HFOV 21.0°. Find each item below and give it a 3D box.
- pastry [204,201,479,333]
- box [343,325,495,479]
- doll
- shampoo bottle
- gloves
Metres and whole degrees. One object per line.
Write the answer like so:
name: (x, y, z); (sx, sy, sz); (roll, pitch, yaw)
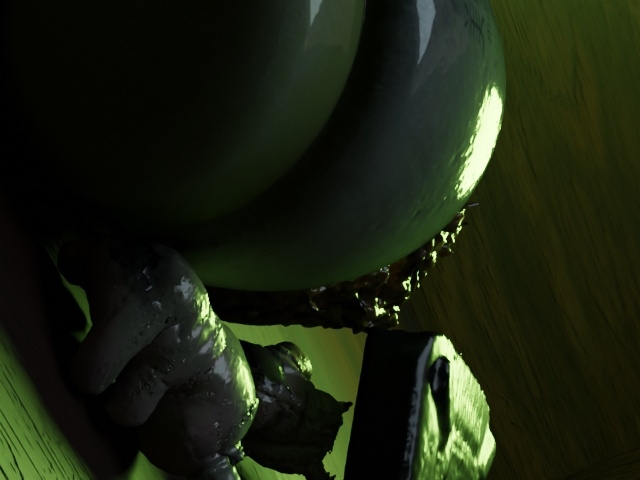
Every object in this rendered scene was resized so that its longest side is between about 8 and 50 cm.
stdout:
pastry: (0.000, 0.000, 1.480); (0.275, 0.274, 0.193); (-79, 153, -79)
box: (0.076, 0.274, 1.514); (0.359, 0.091, 0.350); (53, 44, -67)
doll: (-0.100, 0.077, 1.131); (0.149, 0.095, 0.192); (-107, 170, -51)
shampoo bottle: (-0.038, -0.122, 1.208); (0.317, 0.322, 0.322); (24, 42, -54)
gloves: (-0.042, 0.139, 1.439); (0.144, 0.094, 0.110); (44, 7, -31)
